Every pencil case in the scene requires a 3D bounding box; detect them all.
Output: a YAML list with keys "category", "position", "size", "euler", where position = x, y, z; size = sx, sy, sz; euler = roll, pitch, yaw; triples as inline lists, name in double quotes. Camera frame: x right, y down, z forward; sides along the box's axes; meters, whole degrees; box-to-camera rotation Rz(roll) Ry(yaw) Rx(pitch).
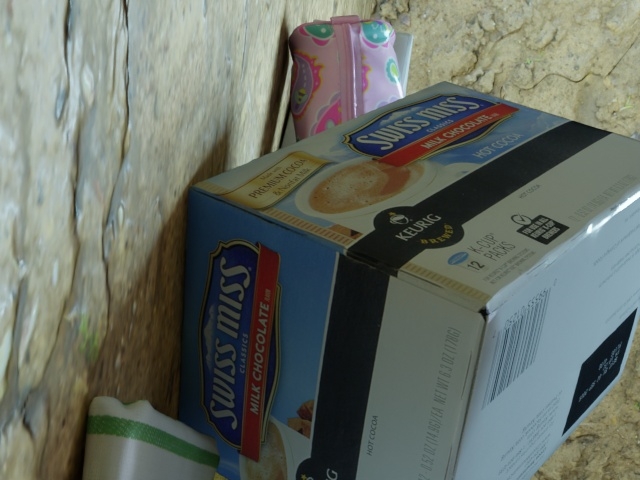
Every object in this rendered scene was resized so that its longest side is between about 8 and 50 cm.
- category: "pencil case"
  position: [0.033, -0.087, 1.084]
  size: [0.124, 0.124, 0.284]
  euler: [84, 3, -76]

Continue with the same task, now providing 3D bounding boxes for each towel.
- category: "towel"
  position: [-0.119, 0.256, 0.573]
  size: [0.248, 0.038, 0.324]
  euler: [80, 20, -74]

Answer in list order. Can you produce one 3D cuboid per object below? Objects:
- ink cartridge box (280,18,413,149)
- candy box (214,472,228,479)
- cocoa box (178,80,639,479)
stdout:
- category: "ink cartridge box"
  position: [0.024, -0.068, 1.324]
  size: [0.309, 0.130, 0.271]
  euler: [92, 9, -59]
- category: "candy box"
  position: [-0.085, 0.235, 0.916]
  size: [0.109, 0.053, 0.186]
  euler: [96, 6, -45]
- category: "cocoa box"
  position: [0.087, 0.044, 0.806]
  size: [0.347, 0.228, 0.231]
  euler: [-29, 134, -48]
